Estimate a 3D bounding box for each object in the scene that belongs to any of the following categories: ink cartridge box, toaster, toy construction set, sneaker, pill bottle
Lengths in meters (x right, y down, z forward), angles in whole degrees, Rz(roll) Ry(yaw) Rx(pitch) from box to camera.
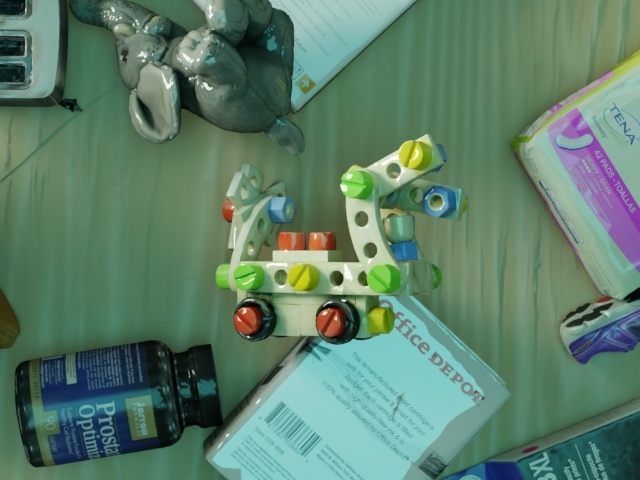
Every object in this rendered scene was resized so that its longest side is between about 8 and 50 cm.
[{"bbox_3d":[-0.018,-0.359,1.737,0.307,0.072,0.303,-43,93,-5],"label":"ink cartridge box"},{"bbox_3d":[-0.359,-0.230,1.684,0.186,0.110,0.168,1,92,-6],"label":"toaster"},{"bbox_3d":[0.344,0.297,1.788,0.371,0.069,0.175,-21,93,-2],"label":"ink cartridge box"},{"bbox_3d":[0.000,0.000,1.623,0.151,0.328,0.215,-1,91,-46],"label":"toy construction set"},{"bbox_3d":[0.367,0.093,1.793,0.170,0.068,0.071,-24,109,4],"label":"sneaker"},{"bbox_3d":[-0.223,0.178,1.699,0.219,0.123,0.122,-9,92,-5],"label":"pill bottle"},{"bbox_3d":[0.040,0.203,1.724,0.211,0.121,0.289,44,87,-5],"label":"ink cartridge box"}]

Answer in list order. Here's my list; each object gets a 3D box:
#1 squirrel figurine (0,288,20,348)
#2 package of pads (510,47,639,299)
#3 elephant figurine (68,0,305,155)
[{"bbox_3d":[-0.484,-0.004,1.534,0.281,0.370,0.396,-22,85,-15],"label":"squirrel figurine"},{"bbox_3d":[0.396,-0.106,1.764,0.297,0.101,0.229,-33,95,-5],"label":"package of pads"},{"bbox_3d":[-0.151,-0.189,1.674,0.239,0.169,0.186,-8,69,37],"label":"elephant figurine"}]
